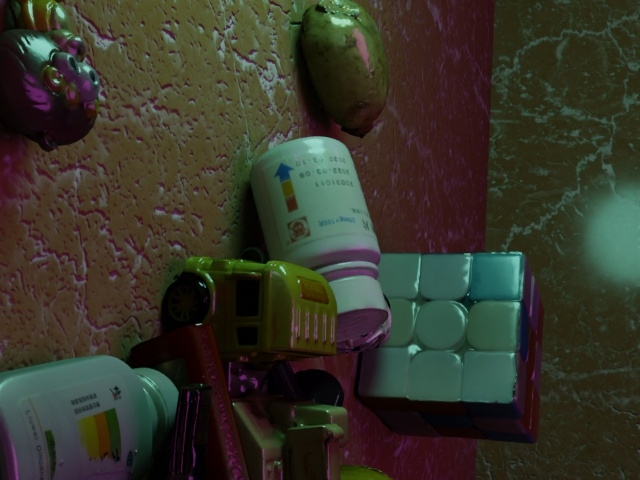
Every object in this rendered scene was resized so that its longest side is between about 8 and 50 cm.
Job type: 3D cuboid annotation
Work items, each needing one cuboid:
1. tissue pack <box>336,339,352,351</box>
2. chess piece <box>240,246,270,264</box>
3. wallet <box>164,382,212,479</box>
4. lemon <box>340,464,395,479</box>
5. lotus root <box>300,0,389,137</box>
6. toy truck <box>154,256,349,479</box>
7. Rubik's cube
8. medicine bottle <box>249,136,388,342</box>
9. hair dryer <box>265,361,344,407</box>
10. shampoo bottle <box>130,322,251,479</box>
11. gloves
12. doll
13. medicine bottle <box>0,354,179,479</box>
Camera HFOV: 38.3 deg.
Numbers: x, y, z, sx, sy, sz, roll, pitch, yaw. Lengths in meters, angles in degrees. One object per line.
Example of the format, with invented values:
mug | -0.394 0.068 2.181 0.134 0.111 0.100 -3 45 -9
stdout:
tissue pack | -0.009 0.080 1.566 0.148 0.092 0.196 56 24 -56
chess piece | -0.094 0.032 1.474 0.093 0.042 0.042 4 86 -74
wallet | -0.148 0.272 1.003 0.124 0.042 0.230 108 -10 -83
lemon | 0.025 0.526 1.384 0.387 0.350 0.350 -55 175 29
lotus root | 0.051 -0.314 1.699 0.160 0.146 0.284 -48 139 -35
toy truck | -0.083 0.222 1.226 0.181 0.254 0.405 22 67 -62
Rubik's cube | 0.306 0.244 2.075 0.344 0.347 0.347 55 41 -57
medicine bottle | 0.000 0.000 1.420 0.170 0.170 0.293 39 33 -63
hair dryer | -0.063 0.202 1.487 0.189 0.107 0.352 -64 142 -52
shampoo bottle | -0.146 0.261 1.109 0.076 0.118 0.314 14 58 -65
gloves | 0.081 0.160 1.832 0.212 0.111 0.127 -48 139 -70
doll | -0.281 -0.182 0.928 0.145 0.096 0.188 -25 104 -75
medicine bottle | -0.259 0.204 0.952 0.296 0.111 0.161 3 80 -70
